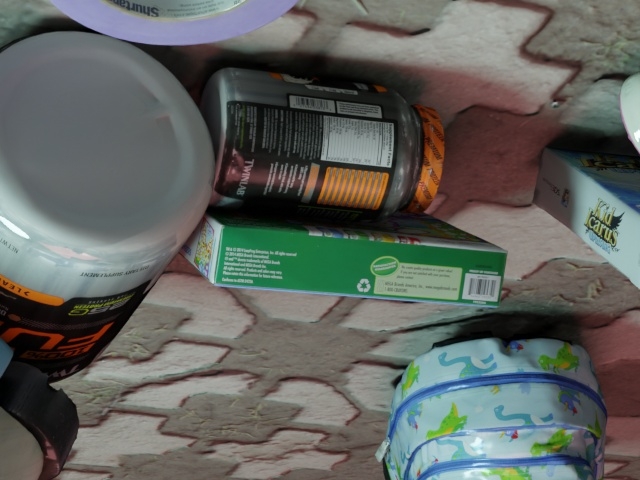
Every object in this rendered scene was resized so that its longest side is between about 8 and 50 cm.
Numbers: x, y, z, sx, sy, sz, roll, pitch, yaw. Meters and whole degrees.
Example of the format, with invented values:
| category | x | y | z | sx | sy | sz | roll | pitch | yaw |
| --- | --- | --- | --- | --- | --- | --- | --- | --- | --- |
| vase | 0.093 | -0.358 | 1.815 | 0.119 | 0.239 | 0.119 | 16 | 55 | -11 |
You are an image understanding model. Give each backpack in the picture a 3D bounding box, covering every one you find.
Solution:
| category | x | y | z | sx | sy | sz | roll | pitch | yaw |
| --- | --- | --- | --- | --- | --- | --- | --- | --- | --- |
| backpack | 0.211 | 0.233 | 1.828 | 0.290 | 0.273 | 0.355 | 3 | 141 | 2 |

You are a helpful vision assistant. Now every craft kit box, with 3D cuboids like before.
| category | x | y | z | sx | sy | sz | roll | pitch | yaw |
| --- | --- | --- | --- | --- | --- | --- | --- | --- | --- |
| craft kit box | 0.000 | 0.000 | 1.363 | 0.250 | 0.061 | 0.247 | 5 | -174 | -19 |

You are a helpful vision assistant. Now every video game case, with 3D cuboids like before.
| category | x | y | z | sx | sy | sz | roll | pitch | yaw |
| --- | --- | --- | --- | --- | --- | --- | --- | --- | --- |
| video game case | 0.354 | -0.015 | 1.356 | 0.270 | 0.061 | 0.244 | 4 | -164 | -15 |

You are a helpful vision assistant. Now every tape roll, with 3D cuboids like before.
| category | x | y | z | sx | sy | sz | roll | pitch | yaw |
| --- | --- | --- | --- | --- | --- | --- | --- | --- | --- |
| tape roll | -0.098 | -0.215 | 1.044 | 0.189 | 0.080 | 0.189 | -3 | 153 | -1 |

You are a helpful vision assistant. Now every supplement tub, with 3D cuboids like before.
| category | x | y | z | sx | sy | sz | roll | pitch | yaw |
| --- | --- | --- | --- | --- | --- | --- | --- | --- | --- |
| supplement tub | -0.234 | -0.006 | 1.302 | 0.207 | 0.207 | 0.338 | 8 | 151 | -21 |
| supplement tub | -0.002 | -0.076 | 1.291 | 0.190 | 0.117 | 0.117 | 6 | 152 | -18 |

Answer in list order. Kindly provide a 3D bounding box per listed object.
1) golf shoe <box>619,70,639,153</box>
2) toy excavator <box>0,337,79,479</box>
| category | x | y | z | sx | sy | sz | roll | pitch | yaw |
| --- | --- | --- | --- | --- | --- | --- | --- | --- | --- |
| golf shoe | 0.405 | -0.106 | 1.290 | 0.306 | 0.115 | 0.140 | 6 | 149 | -20 |
| toy excavator | -0.377 | 0.085 | 1.142 | 0.433 | 0.222 | 0.445 | -30 | 114 | 35 |
